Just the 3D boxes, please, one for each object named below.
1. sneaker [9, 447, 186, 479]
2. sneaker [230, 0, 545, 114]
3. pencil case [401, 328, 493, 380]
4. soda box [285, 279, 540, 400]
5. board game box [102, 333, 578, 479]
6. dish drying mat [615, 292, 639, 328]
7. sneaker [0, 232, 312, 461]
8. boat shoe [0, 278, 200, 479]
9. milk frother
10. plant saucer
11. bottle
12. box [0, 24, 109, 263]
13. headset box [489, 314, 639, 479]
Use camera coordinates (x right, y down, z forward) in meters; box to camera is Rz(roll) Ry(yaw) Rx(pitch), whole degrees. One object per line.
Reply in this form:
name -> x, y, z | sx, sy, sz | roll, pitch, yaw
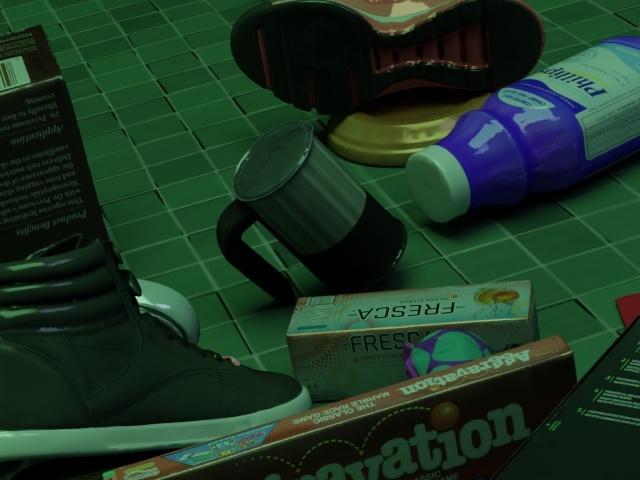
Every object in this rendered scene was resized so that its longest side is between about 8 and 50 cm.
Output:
sneaker -> -0.150, 0.205, 1.011 | 0.106, 0.123, 0.290 | -6, 5, 17
sneaker -> 0.068, -0.199, 1.645 | 0.314, 0.116, 0.136 | -1, 17, 6
pencil case -> 0.090, 0.121, 1.101 | 0.070, 0.064, 0.151 | 10, 27, -3
soda box -> 0.069, 0.075, 1.202 | 0.183, 0.063, 0.058 | -5, 27, 14
board game box -> 0.024, 0.160, 0.960 | 0.281, 0.145, 0.027 | -16, 26, -10
dish drying mat -> 0.246, 0.062, 1.223 | 0.032, 0.008, 0.083 | -10, 26, 3
sneaker -> -0.118, 0.068, 1.098 | 0.104, 0.147, 0.296 | -10, -8, 44
boat shoe -> -0.238, 0.113, 1.195 | 0.306, 0.113, 0.105 | -10, 33, 7
milk frother -> 0.000, 0.000, 1.297 | 0.129, 0.135, 0.143 | -50, 32, -6
plant saucer -> 0.102, -0.133, 1.635 | 0.200, 0.037, 0.200 | -8, 26, 4
bottle -> 0.205, -0.099, 1.463 | 0.283, 0.092, 0.118 | -25, 31, -27
box -> -0.296, -0.061, 1.456 | 0.168, 0.203, 0.167 | -16, 26, -10
headset box -> 0.235, 0.169, 0.877 | 0.246, 0.131, 0.283 | 9, 32, 35
